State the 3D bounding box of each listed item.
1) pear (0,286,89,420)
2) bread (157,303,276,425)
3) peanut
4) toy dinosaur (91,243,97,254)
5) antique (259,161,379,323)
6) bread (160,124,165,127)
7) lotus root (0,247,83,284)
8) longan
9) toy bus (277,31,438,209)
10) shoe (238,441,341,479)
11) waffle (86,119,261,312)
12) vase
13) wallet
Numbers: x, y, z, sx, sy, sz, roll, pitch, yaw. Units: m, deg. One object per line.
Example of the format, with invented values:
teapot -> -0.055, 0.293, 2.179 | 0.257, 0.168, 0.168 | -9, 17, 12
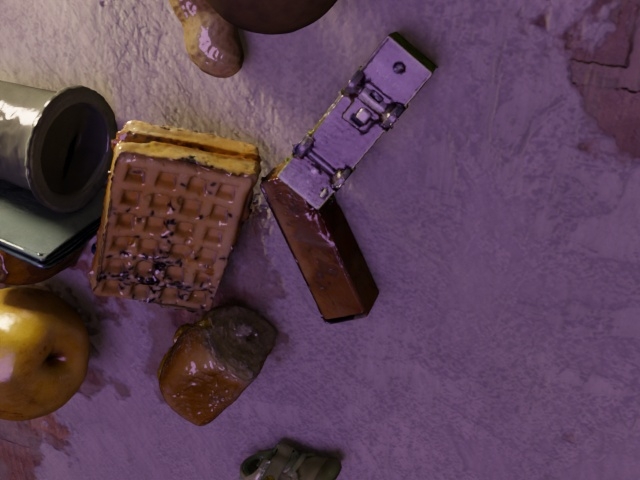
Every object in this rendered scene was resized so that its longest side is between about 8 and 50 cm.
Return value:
pear -> -0.669, 0.250, 1.842 | 0.314, 0.314, 0.314 | 11, 123, 18
bread -> -0.219, 0.235, 1.693 | 0.176, 0.195, 0.246 | 39, 126, -10
peanut -> -0.192, -0.380, 1.377 | 0.104, 0.085, 0.228 | -12, 112, 19
toy dinosaur -> -0.397, -0.039, 1.703 | 0.247, 0.075, 0.188 | 2, 110, 29
antique -> 0.000, 0.000, 1.519 | 0.093, 0.087, 0.310 | -14, 112, 28
bread -> -0.314, -0.154, 1.569 | 0.109, 0.084, 0.080 | -27, 119, 33
lotus root -> -0.626, 0.006, 1.750 | 0.188, 0.180, 0.199 | 42, 127, 0
longan -> -0.071, -0.429, 1.193 | 0.258, 0.258, 0.258 | 11, 123, 18
toy bus -> 0.062, -0.195, 1.347 | 0.113, 0.139, 0.302 | 40, 119, -3
shoe -> -0.080, 0.528, 1.840 | 0.262, 0.140, 0.128 | -23, 118, 40
waffle -> -0.282, -0.032, 1.537 | 0.261, 0.114, 0.376 | 9, 133, -19
vase -> -0.574, -0.202, 1.572 | 0.291, 0.245, 0.245 | 17, 125, 20
wallet -> -0.550, -0.055, 1.607 | 0.251, 0.290, 0.054 | 19, 121, 14
